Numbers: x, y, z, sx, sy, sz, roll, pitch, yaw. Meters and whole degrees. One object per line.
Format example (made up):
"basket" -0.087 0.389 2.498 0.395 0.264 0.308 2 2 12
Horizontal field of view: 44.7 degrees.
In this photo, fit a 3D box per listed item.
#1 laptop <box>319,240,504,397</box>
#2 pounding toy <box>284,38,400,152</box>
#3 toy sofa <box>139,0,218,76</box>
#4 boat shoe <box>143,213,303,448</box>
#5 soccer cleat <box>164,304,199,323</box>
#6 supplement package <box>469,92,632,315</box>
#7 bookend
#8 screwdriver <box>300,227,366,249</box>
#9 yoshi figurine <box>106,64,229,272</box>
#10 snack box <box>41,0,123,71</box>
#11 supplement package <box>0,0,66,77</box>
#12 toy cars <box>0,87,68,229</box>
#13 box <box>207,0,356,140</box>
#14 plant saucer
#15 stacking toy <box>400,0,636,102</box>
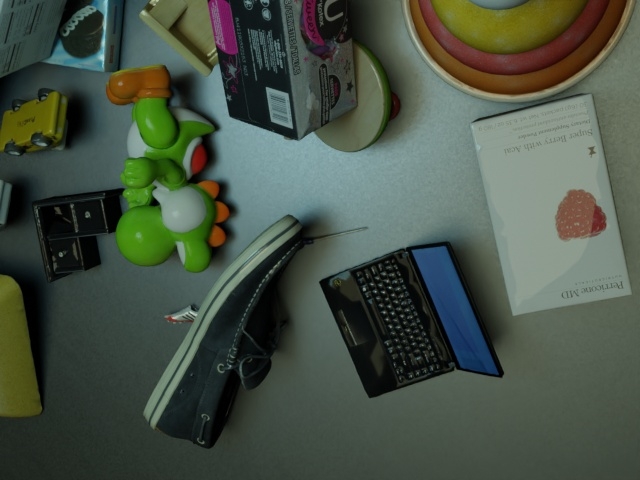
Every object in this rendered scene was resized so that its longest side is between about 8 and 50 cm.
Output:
"laptop" 0.142 0.142 1.294 0.264 0.136 0.234 -22 94 18
"pounding toy" 0.046 -0.248 1.279 0.236 0.110 0.183 14 118 42
"toy sofa" -0.118 -0.456 1.262 0.150 0.177 0.362 40 109 -21
"boat shoe" -0.143 0.170 1.357 0.156 0.187 0.500 34 113 5
"soccer cleat" -0.252 0.137 1.458 0.083 0.029 0.036 2 92 12
"supplement package" 0.347 -0.060 1.179 0.177 0.175 0.293 -13 97 16
"bookend" -0.441 -0.010 1.457 0.156 0.072 0.157 -5 100 16
"screwdriver" 0.000 0.000 1.365 0.169 0.024 0.025 -8 69 17
"yoshi figurine" -0.302 -0.105 1.351 0.202 0.203 0.363 -10 101 33
"snack box" -0.513 -0.420 1.404 0.321 0.060 0.187 11 103 13
"supplement package" -0.526 -0.426 1.242 0.204 0.145 0.262 47 138 3
"toy cars" -0.570 -0.131 1.459 0.394 0.087 0.176 -49 51 19
"box" -0.052 -0.299 1.141 0.163 0.142 0.247 24 136 36
"plant saucer" -0.732 0.206 1.528 0.332 0.081 0.333 9 120 13
"stacking toy" 0.246 -0.351 0.991 0.350 0.480 0.351 3 101 14
